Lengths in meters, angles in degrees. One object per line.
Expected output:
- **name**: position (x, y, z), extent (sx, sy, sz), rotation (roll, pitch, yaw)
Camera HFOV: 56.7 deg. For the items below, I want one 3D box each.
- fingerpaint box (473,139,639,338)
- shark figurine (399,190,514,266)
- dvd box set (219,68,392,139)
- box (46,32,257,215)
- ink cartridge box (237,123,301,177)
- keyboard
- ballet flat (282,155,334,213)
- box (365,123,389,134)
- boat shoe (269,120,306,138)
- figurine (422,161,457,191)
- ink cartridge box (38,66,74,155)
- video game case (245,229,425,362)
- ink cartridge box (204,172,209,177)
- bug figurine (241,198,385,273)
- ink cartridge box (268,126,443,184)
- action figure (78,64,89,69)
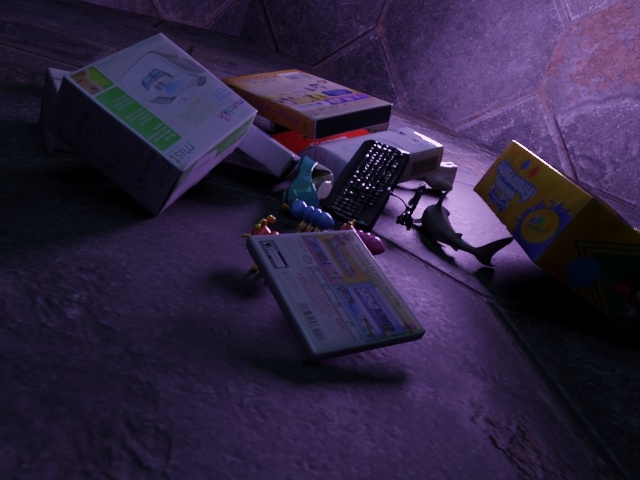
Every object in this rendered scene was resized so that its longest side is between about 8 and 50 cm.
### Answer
- **fingerpaint box**: position (0.566, -0.006, 1.267), extent (0.371, 0.163, 0.445), rotation (33, 18, -12)
- **shark figurine**: position (0.290, -0.047, 1.328), extent (0.166, 0.116, 0.278), rotation (9, 22, -23)
- **dvd box set**: position (-0.049, -0.405, 1.718), extent (0.308, 0.062, 0.420), rotation (-21, 39, -40)
- **box**: position (-0.280, -0.205, 1.023), extent (0.231, 0.127, 0.262), rotation (39, 40, -2)
- **ink cartridge box**: position (-0.211, -0.266, 1.306), extent (0.371, 0.069, 0.176), rotation (38, 7, 0)
- **keyboard**: position (0.142, -0.120, 1.327), extent (0.202, 0.033, 0.317), rotation (26, 44, 6)
- **ballet flat**: position (-0.016, -0.116, 1.253), extent (0.087, 0.083, 0.247), rotation (0, 25, 8)
- **box**: position (0.112, -0.407, 2.025), extent (0.149, 0.126, 0.232), rotation (9, 23, -25)
- **boat shoe**: position (-0.027, -0.366, 1.840), extent (0.091, 0.114, 0.302), rotation (31, 35, 28)
- **figurine**: position (0.275, -0.230, 1.781), extent (0.209, 0.092, 0.215), rotation (9, 24, -28)
- **ink cartridge box**: position (-0.477, -0.238, 1.111), extent (0.067, 0.115, 0.198), rotation (6, 26, -33)
- **video game case**: position (0.020, 0.067, 0.836), extent (0.193, 0.023, 0.212), rotation (-4, 46, -35)
- **ink cartridge box**: position (-0.335, -0.204, 1.185), extent (0.212, 0.093, 0.154), rotation (7, 24, -36)
- **bug figurine**: position (0.000, 0.000, 1.008), extent (0.216, 0.072, 0.279), rotation (23, 21, 8)
- **ink cartridge box**: position (0.088, -0.267, 1.601), extent (0.308, 0.091, 0.385), rotation (-19, 42, -33)
- **action figure**: position (-0.526, -0.421, 1.553), extent (0.185, 0.099, 0.285), rotation (14, 17, 5)
